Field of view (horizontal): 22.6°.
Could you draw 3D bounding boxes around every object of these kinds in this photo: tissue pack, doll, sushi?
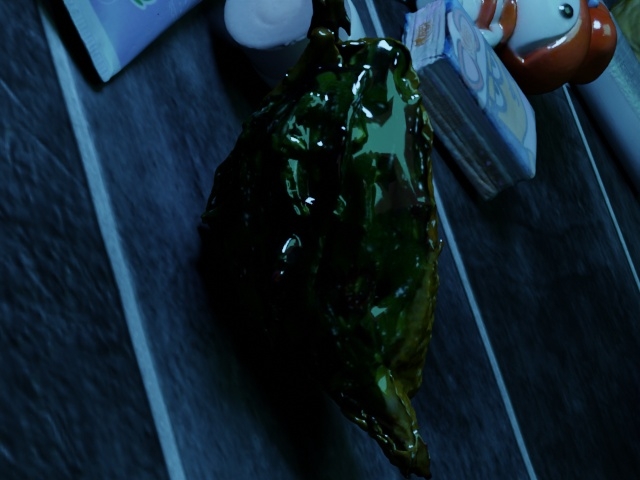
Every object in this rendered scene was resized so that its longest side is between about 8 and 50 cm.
[{"bbox_3d":[0.132,-0.129,1.442,0.155,0.065,0.115,50,27,-27],"label":"tissue pack"},{"bbox_3d":[0.201,-0.219,1.579,0.290,0.130,0.161,10,47,-43],"label":"doll"},{"bbox_3d":[0.001,0.000,0.982,0.140,0.149,0.287,131,-41,-85],"label":"sushi"}]

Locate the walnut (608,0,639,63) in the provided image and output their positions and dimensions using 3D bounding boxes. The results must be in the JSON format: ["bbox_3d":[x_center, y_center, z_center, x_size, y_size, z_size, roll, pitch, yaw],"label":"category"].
[{"bbox_3d":[0.481,-0.236,2.035,0.283,0.227,0.283,14,19,-5],"label":"walnut"}]

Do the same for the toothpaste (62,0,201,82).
[{"bbox_3d":[-0.091,-0.217,1.098,0.371,0.080,0.125,-45,116,-57],"label":"toothpaste"}]

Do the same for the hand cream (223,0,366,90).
[{"bbox_3d":[0.015,-0.112,1.196,0.248,0.083,0.133,45,32,-59],"label":"hand cream"}]

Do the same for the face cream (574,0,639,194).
[{"bbox_3d":[0.349,-0.184,1.903,0.269,0.073,0.107,57,33,-16],"label":"face cream"}]
